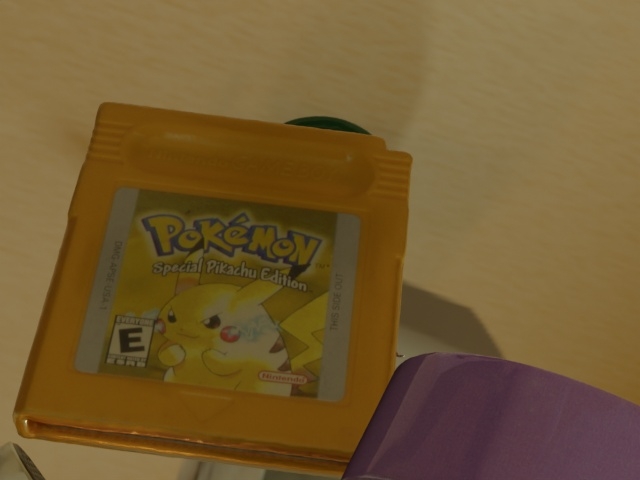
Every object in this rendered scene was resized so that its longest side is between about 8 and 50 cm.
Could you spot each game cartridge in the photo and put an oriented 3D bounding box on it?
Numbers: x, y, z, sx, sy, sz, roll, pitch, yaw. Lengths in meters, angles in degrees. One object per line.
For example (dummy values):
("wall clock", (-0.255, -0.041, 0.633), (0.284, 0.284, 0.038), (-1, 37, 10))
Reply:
("game cartridge", (-0.074, 0.029, 1.093), (0.052, 0.285, 0.323), (97, 0, -55))

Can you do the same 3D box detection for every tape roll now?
("tape roll", (0.151, 0.178, 0.829), (0.090, 0.275, 0.275), (-62, -171, -21))

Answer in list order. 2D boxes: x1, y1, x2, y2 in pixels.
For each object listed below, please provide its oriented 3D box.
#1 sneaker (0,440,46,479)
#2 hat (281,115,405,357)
("sneaker", (-0.254, 0.288, 1.139), (0.106, 0.123, 0.290), (45, -17, 44))
("hat", (0.000, 0.000, 1.440), (0.183, 0.173, 0.208), (92, -6, -59))
